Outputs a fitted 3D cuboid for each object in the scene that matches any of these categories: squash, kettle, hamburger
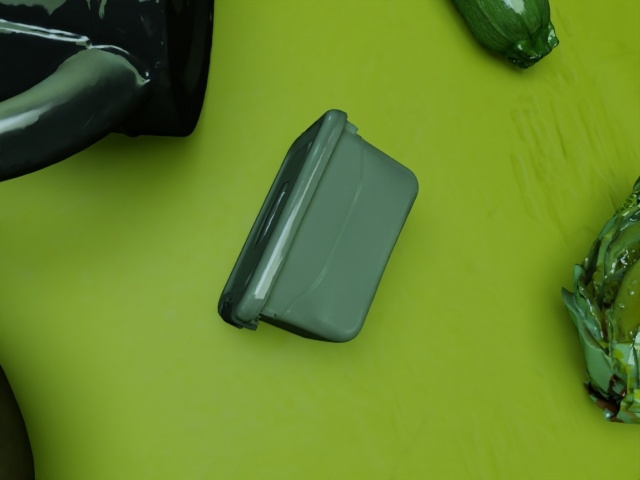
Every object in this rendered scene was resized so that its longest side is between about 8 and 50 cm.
[{"bbox_3d":[0.143,-0.255,0.597,0.077,0.068,0.219,-26,85,-17],"label":"squash"},{"bbox_3d":[-0.250,-0.161,0.435,0.325,0.228,0.320,5,58,-3],"label":"kettle"},{"bbox_3d":[0.306,0.037,0.535,0.214,0.125,0.235,9,92,-16],"label":"hamburger"}]

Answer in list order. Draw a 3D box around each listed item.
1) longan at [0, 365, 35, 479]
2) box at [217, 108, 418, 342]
[{"bbox_3d":[-0.320,0.136,0.346,0.319,0.319,0.318,1,79,-8],"label":"longan"},{"bbox_3d":[0.000,0.000,0.508,0.093,0.124,0.172,27,78,-14],"label":"box"}]
